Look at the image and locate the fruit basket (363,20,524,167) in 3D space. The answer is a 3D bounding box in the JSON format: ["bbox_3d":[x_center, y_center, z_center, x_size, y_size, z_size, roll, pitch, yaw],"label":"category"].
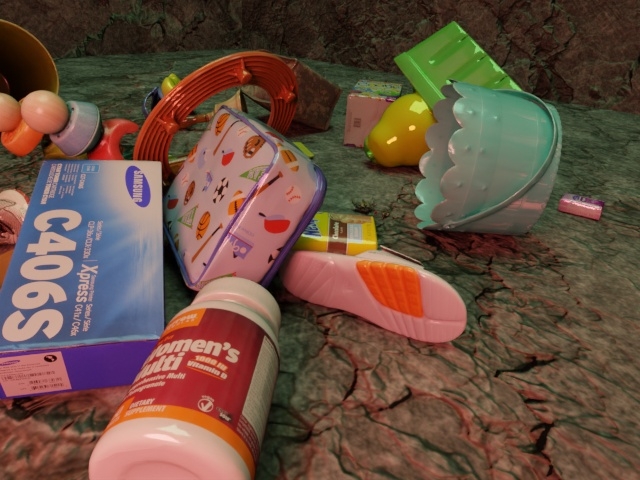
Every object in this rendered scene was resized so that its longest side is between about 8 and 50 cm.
[{"bbox_3d":[0.300,-0.300,1.215,0.282,0.392,0.392,13,13,-47],"label":"fruit basket"}]

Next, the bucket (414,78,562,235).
[{"bbox_3d":[0.290,-0.140,0.875,0.182,0.281,0.281,9,27,1],"label":"bucket"}]

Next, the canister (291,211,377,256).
[{"bbox_3d":[0.000,0.000,0.767,0.169,0.074,0.126,5,28,-1],"label":"canister"}]

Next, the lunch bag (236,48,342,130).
[{"bbox_3d":[-0.118,-0.469,1.497,0.287,0.169,0.235,26,8,38],"label":"lunch bag"}]

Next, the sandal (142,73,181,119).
[{"bbox_3d":[-0.474,-0.434,1.513,0.138,0.126,0.317,-39,15,6],"label":"sandal"}]

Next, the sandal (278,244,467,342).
[{"bbox_3d":[0.068,0.049,0.647,0.265,0.102,0.076,15,32,25],"label":"sandal"}]

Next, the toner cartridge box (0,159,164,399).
[{"bbox_3d":[-0.281,0.019,0.608,0.165,0.075,0.348,-2,40,-18],"label":"toner cartridge box"}]

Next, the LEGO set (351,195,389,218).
[{"bbox_3d":[0.096,-0.062,0.961,0.054,0.024,0.083,-21,49,-36],"label":"LEGO set"}]

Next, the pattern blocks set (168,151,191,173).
[{"bbox_3d":[-0.337,-0.148,0.996,0.324,0.026,0.285,-16,18,-12],"label":"pattern blocks set"}]

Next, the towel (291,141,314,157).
[{"bbox_3d":[-0.144,-0.223,1.244,0.237,0.021,0.102,-7,35,-23],"label":"towel"}]

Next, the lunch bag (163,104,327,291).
[{"bbox_3d":[-0.131,-0.055,0.705,0.114,0.243,0.303,26,11,-34],"label":"lunch bag"}]

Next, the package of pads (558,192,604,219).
[{"bbox_3d":[0.548,-0.073,1.020,0.083,0.032,0.050,19,34,28],"label":"package of pads"}]

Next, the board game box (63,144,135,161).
[{"bbox_3d":[-0.487,-0.194,1.103,0.186,0.026,0.126,10,27,32],"label":"board game box"}]

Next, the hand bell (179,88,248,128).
[{"bbox_3d":[-0.339,-0.361,1.420,0.241,0.126,0.126,-8,27,1],"label":"hand bell"}]

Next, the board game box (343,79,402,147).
[{"bbox_3d":[0.163,-0.383,1.454,0.141,0.145,0.275,8,28,8],"label":"board game box"}]

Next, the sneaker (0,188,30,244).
[{"bbox_3d":[-0.497,-0.016,0.722,0.225,0.088,0.093,-3,32,26],"label":"sneaker"}]

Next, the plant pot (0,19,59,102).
[{"bbox_3d":[-0.921,-0.444,1.353,0.274,0.275,0.293,-21,20,-39],"label":"plant pot"}]

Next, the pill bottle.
[{"bbox_3d":[-0.102,0.132,0.443,0.121,0.121,0.221,5,27,2],"label":"pill bottle"}]

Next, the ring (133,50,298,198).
[{"bbox_3d":[-0.169,-0.183,0.864,0.336,0.337,0.032,-25,68,-43],"label":"ring"}]

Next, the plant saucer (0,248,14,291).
[{"bbox_3d":[-0.372,0.050,0.662,0.199,0.037,0.200,2,27,-1],"label":"plant saucer"}]

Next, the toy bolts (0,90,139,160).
[{"bbox_3d":[-0.424,-0.137,0.749,0.228,0.219,0.158,-8,-21,30],"label":"toy bolts"}]
